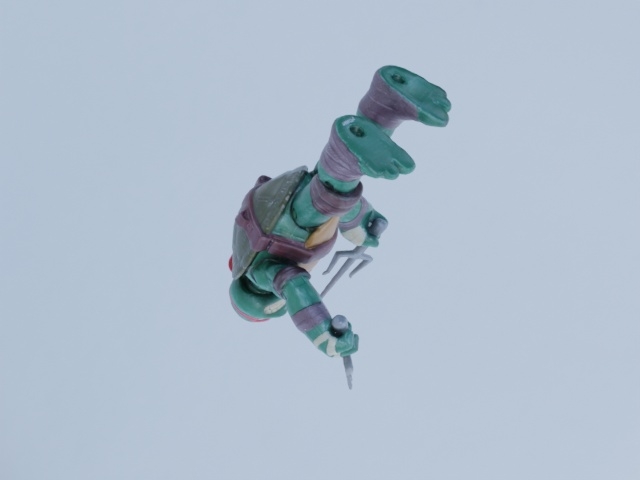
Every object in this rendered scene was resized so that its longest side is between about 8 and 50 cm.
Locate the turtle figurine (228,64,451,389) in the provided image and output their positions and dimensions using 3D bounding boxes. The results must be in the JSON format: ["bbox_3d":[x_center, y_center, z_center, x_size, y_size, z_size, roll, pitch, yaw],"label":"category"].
[{"bbox_3d":[0.000,0.000,1.265,0.118,0.234,0.175,21,41,-10],"label":"turtle figurine"}]
